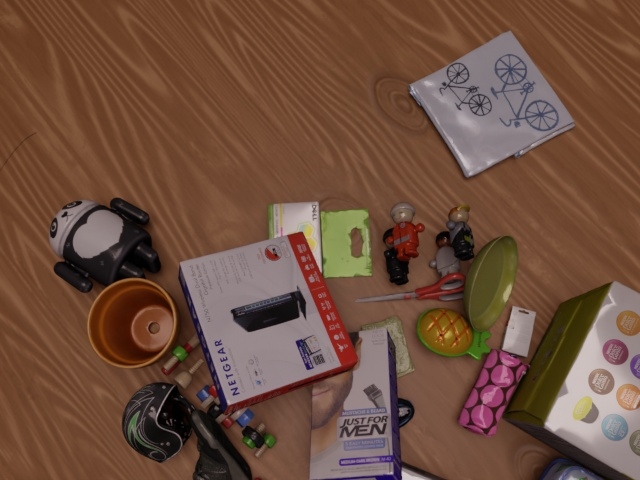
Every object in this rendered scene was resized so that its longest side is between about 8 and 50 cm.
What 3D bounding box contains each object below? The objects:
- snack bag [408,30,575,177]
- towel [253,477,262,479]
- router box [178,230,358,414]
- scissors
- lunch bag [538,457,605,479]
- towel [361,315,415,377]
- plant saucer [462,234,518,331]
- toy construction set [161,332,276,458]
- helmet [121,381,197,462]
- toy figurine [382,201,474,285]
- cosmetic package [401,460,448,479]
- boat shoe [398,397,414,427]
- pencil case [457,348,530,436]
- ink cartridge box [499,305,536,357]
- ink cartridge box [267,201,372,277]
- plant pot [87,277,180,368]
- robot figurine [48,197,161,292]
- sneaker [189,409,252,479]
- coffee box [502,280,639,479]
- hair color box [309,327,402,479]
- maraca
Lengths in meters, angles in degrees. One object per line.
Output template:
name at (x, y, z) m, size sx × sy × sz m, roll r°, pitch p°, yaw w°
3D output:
snack bag at (0.454, -0.358, 1.691) m, size 0.342 × 0.037 × 0.323 m, roll -29°, pitch 78°, yaw -5°
towel at (-0.102, 0.692, 1.423) m, size 0.274 × 0.031 × 0.199 m, roll 23°, pitch 77°, yaw 36°
router box at (-0.120, 0.172, 1.397) m, size 0.300 × 0.082 × 0.336 m, roll -15°, pitch 67°, yaw -23°
scissors at (0.239, 0.142, 1.588) m, size 0.296 × 0.109 × 0.021 m, roll -18°, pitch 52°, yaw 20°
lunch bag at (0.592, 0.654, 1.416) m, size 0.303 × 0.115 × 0.243 m, roll 34°, pitch 82°, yaw 0°
towel at (0.164, 0.270, 1.569) m, size 0.109 × 0.027 × 0.148 m, roll -16°, pitch 79°, yaw -1°
plant saucer at (0.403, 0.099, 1.514) m, size 0.037 × 0.241 × 0.241 m, roll 19°, pitch 77°, yaw 37°
toy construction set at (-0.193, 0.303, 1.503) m, size 0.308 × 0.258 × 0.237 m, roll 32°, pitch 64°, yaw 21°
helmet at (-0.383, 0.419, 1.485) m, size 0.169 × 0.169 × 0.162 m, roll -41°, pitch 97°, yaw -7°
toy figurine at (0.258, 0.004, 1.534) m, size 0.209 × 0.213 × 0.148 m, roll -2°, pitch 61°, yaw -2°
cosmetic package at (0.176, 0.629, 1.437) m, size 0.223 × 0.138 × 0.225 m, roll 20°, pitch 81°, yaw 6°
boat shoe at (0.099, 0.436, 1.504) m, size 0.258 × 0.089 × 0.109 m, roll -29°, pitch 78°, yaw -4°
pencil case at (0.412, 0.364, 1.506) m, size 0.098 × 0.095 × 0.209 m, roll 26°, pitch 83°, yaw 19°
ink cartridge box at (0.490, 0.226, 1.567) m, size 0.062 × 0.029 × 0.115 m, roll 16°, pitch 78°, yaw 6°
ink cartridge box at (0.000, 0.000, 1.598) m, size 0.255 × 0.097 × 0.189 m, roll -4°, pitch 78°, yaw 2°
plant pot at (-0.425, 0.204, 1.521) m, size 0.205 × 0.188 × 0.205 m, roll 0°, pitch 78°, yaw 1°
robot figurine at (-0.535, 0.012, 1.571) m, size 0.278 × 0.209 × 0.174 m, roll 30°, pitch 116°, yaw 8°
sneaker at (-0.266, 0.506, 1.474) m, size 0.130 × 0.087 × 0.228 m, roll -28°, pitch 111°, yaw 0°
coffee box at (0.653, 0.332, 1.381) m, size 0.334 × 0.338 × 0.338 m, roll 29°, pitch 80°, yaw 8°
hair color box at (0.079, 0.377, 1.426) m, size 0.185 × 0.110 × 0.339 m, roll -10°, pitch 50°, yaw 14°
maraca at (0.324, 0.227, 1.536) m, size 0.185 × 0.099 × 0.127 m, roll 14°, pitch 59°, yaw 0°
